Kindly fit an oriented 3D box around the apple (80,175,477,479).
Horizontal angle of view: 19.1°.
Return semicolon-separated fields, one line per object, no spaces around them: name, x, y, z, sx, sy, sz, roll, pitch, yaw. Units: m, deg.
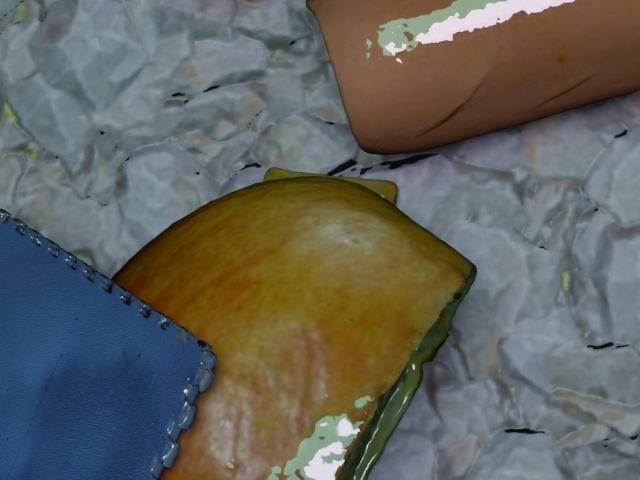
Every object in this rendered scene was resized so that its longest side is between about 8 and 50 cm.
apple;-0.050;0.124;1.031;0.179;0.254;0.346;27;88;-29

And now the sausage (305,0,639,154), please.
sausage;0.148;-0.137;1.064;0.304;0.121;0.121;-17;74;7

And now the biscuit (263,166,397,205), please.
biscuit;0.000;0.000;1.113;0.081;0.018;0.083;8;78;13

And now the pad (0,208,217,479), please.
pad;-0.178;0.133;1.023;0.269;0.012;0.270;30;96;50
